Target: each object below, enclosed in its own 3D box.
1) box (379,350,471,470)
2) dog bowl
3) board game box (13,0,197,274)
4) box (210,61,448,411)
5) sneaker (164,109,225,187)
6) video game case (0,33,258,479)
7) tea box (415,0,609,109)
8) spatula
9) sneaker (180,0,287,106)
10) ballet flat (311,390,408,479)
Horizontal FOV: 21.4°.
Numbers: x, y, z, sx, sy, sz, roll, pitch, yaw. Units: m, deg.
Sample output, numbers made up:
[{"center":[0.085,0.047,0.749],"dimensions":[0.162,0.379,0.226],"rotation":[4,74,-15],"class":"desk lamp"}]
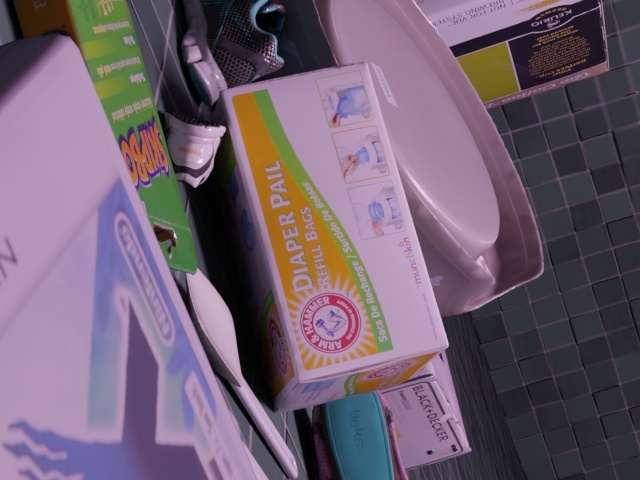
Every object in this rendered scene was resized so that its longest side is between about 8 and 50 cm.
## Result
[{"center":[0.052,0.049,1.567],"dimensions":[0.169,0.087,0.290],"rotation":[62,13,-56],"class":"box"},{"center":[0.050,-0.087,1.395],"dimensions":[0.349,0.102,0.349],"rotation":[48,22,-27],"class":"dog bowl"},{"center":[-0.122,-0.106,0.875],"dimensions":[0.124,0.039,0.259],"rotation":[26,45,-79],"class":"board game box"},{"center":[0.000,0.000,1.138],"dimensions":[0.114,0.103,0.203],"rotation":[124,-48,-73],"class":"box"},{"center":[-0.084,-0.057,1.063],"dimensions":[0.109,0.040,0.044],"rotation":[-87,-170,-84],"class":"sneaker"},{"center":[-0.067,0.152,0.428],"dimensions":[0.300,0.036,0.329],"rotation":[-64,138,-57],"class":"video game case"},{"center":[0.108,-0.268,1.761],"dimensions":[0.323,0.329,0.220],"rotation":[52,21,-72],"class":"tea box"},{"center":[-0.036,0.135,1.012],"dimensions":[0.242,0.019,0.168],"rotation":[62,12,-53],"class":"spatula"},{"center":[-0.062,-0.164,1.269],"dimensions":[0.166,0.076,0.065],"rotation":[-99,170,-47],"class":"sneaker"},{"center":[0.034,0.205,1.204],"dimensions":[0.079,0.077,0.221],"rotation":[95,-14,-54],"class":"ballet flat"}]
